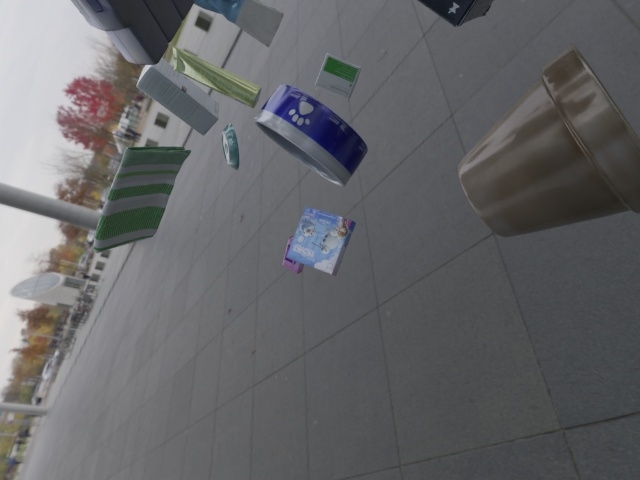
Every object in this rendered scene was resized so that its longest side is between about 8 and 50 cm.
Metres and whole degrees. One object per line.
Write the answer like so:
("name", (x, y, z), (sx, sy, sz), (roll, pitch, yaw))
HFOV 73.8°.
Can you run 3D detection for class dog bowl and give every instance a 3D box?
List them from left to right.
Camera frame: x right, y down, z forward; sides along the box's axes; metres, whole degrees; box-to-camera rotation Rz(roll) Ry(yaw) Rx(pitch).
("dog bowl", (-0.021, -0.245, 1.013), (0.104, 0.264, 0.265), (-54, 29, 2))

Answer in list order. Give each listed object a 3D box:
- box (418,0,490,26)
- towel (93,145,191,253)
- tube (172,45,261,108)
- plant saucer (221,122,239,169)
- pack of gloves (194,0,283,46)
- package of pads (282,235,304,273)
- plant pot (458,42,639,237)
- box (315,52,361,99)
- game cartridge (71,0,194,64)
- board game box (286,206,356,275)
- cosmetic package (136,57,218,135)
("box", (0.218, -0.566, 0.785), (0.294, 0.296, 0.183), (-48, -6, -49))
("towel", (-0.506, -0.120, 1.211), (0.325, 0.038, 0.248), (-57, -10, 21))
("tube", (-0.276, -0.431, 1.129), (0.062, 0.240, 0.070), (-83, 18, -63))
("plant saucer", (-0.234, -0.240, 1.100), (0.119, 0.021, 0.120), (169, 90, -69))
("pack of gloves", (-0.177, -0.589, 0.958), (0.195, 0.231, 0.046), (-58, 22, 25))
("package of pads", (-0.060, 0.034, 1.030), (0.032, 0.050, 0.083), (-35, -34, -56))
("plant pot", (0.440, -0.152, 0.824), (0.280, 0.323, 0.324), (-34, 44, 38))
("box", (0.047, -0.438, 1.156), (0.102, 0.101, 0.087), (-82, 14, -77))
("game cartridge", (-0.212, -0.370, 0.379), (0.355, 0.068, 0.230), (65, -134, -64))
("board game box", (0.000, 0.000, 0.679), (0.090, 0.020, 0.090), (18, 85, 30))
("cosmetic package", (-0.418, -0.433, 1.273), (0.085, 0.231, 0.117), (-40, 38, 23))
